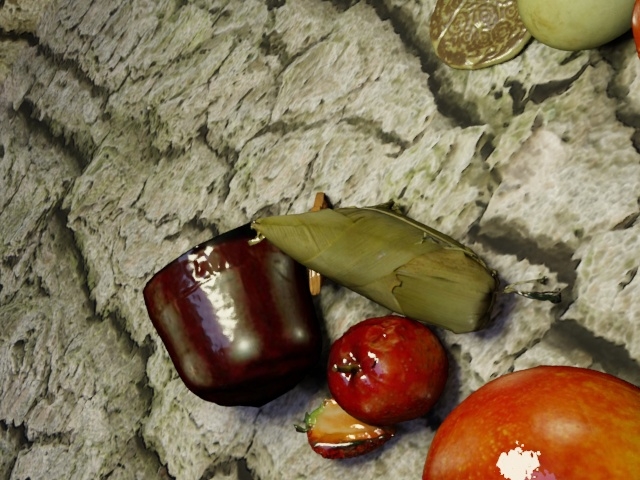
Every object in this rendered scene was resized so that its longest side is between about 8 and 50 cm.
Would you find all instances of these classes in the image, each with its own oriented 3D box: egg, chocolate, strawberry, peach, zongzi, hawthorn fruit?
[{"bbox_3d":[0.491,-0.467,1.137,0.296,0.218,0.218,-35,62,5],"label":"egg"},{"bbox_3d":[-0.149,0.174,1.363,0.384,0.384,0.331,-36,78,22],"label":"chocolate"},{"bbox_3d":[0.050,0.387,1.311,0.192,0.085,0.140,-17,36,-6],"label":"strawberry"},{"bbox_3d":[0.339,0.364,0.946,0.389,0.388,0.387,-8,75,32],"label":"peach"},{"bbox_3d":[0.149,0.063,1.145,0.447,0.418,0.181,29,106,38],"label":"zongzi"},{"bbox_3d":[0.109,0.245,1.200,0.230,0.266,0.210,-11,79,32],"label":"hawthorn fruit"}]

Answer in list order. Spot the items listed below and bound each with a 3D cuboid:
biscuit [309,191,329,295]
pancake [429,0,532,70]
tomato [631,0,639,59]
[{"bbox_3d":[0.000,0.000,1.396,0.043,0.183,0.280,3,47,6],"label":"biscuit"},{"bbox_3d":[0.344,-0.469,1.341,0.250,0.031,0.249,-8,74,32],"label":"pancake"},{"bbox_3d":[0.640,-0.346,0.966,0.299,0.226,0.298,1,101,4],"label":"tomato"}]
